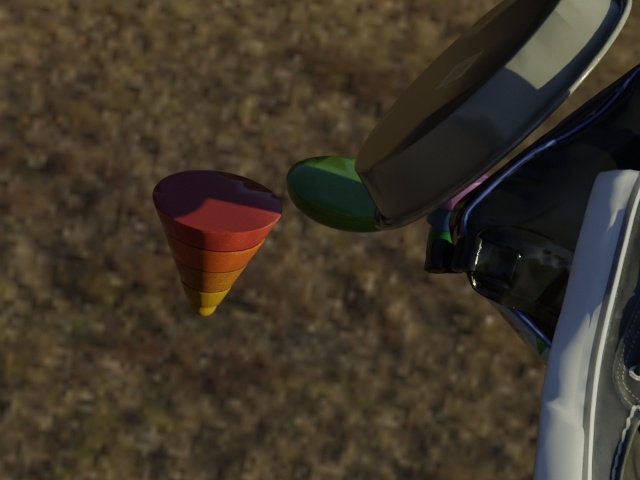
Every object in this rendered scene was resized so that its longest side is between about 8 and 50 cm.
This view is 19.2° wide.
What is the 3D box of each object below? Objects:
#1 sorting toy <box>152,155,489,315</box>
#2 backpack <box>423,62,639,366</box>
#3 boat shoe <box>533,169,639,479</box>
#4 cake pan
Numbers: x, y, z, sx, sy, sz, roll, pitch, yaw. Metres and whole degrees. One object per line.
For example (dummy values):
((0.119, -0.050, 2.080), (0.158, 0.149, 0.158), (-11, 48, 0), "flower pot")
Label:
((0.000, 0.000, 1.839), (0.366, 0.126, 0.127), (-8, 32, -32), "sorting toy")
((0.253, 0.021, 1.421), (0.263, 0.276, 0.213), (53, 4, 3), "backpack")
((0.138, 0.061, 0.786), (0.076, 0.080, 0.228), (4, 44, 17), "boat shoe")
((0.137, -0.129, 1.618), (0.054, 0.293, 0.293), (45, 18, -11), "cake pan")
